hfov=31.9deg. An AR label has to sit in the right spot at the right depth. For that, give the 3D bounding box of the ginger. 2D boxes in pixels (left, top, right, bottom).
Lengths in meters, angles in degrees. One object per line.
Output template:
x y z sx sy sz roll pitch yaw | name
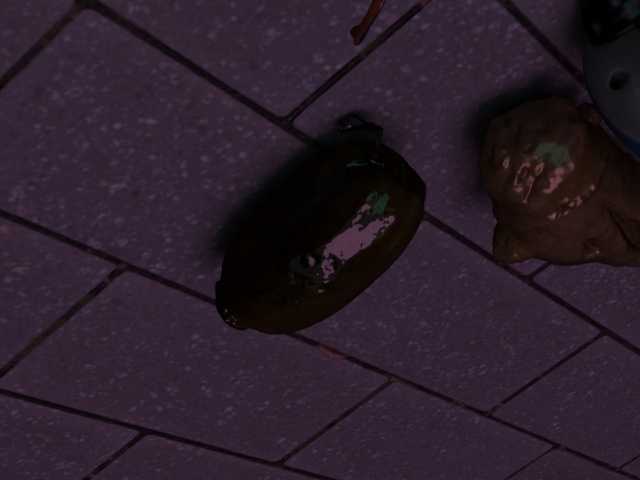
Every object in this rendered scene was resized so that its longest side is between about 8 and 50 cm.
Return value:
0.289 -0.042 1.204 0.354 0.126 0.190 15 108 -39 | ginger

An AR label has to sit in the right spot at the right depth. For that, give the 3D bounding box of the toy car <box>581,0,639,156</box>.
0.377 -0.166 1.050 0.255 0.189 0.190 -28 151 1 | toy car

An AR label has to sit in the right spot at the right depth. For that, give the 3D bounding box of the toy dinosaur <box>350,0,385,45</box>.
0.059 -0.279 0.786 0.055 0.101 0.280 6 115 -13 | toy dinosaur

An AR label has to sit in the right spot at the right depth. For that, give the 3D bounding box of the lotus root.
0.000 0.000 1.094 0.241 0.124 0.123 -41 131 21 | lotus root
